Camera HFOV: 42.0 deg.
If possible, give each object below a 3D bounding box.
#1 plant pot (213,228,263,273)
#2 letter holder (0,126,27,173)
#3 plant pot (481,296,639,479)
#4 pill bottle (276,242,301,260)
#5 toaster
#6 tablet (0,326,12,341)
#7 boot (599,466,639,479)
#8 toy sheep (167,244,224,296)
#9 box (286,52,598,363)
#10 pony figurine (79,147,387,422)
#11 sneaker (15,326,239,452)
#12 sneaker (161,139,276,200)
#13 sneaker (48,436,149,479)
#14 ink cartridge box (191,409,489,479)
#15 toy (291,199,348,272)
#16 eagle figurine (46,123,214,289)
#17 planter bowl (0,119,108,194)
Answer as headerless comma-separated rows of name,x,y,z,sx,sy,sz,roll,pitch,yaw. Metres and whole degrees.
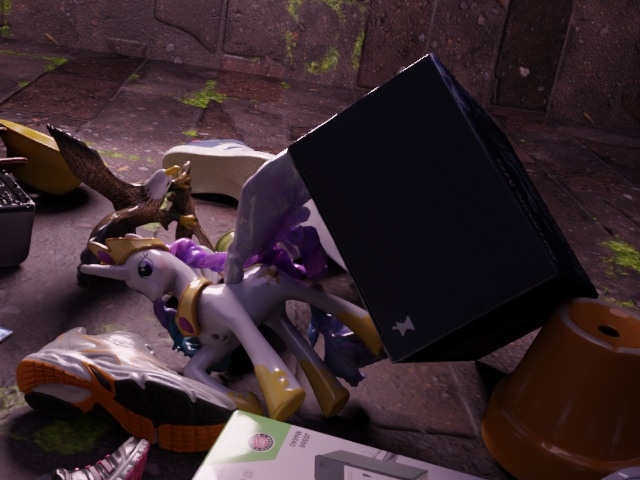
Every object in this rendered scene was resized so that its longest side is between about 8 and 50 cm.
plant pot,-0.124,0.032,1.347,0.083,0.083,0.079,2,18,-19
letter holder,-0.686,-0.165,1.411,0.214,0.152,0.301,-12,2,44
plant pot,0.318,0.180,1.007,0.205,0.188,0.205,10,24,-4
pill bottle,-0.026,-0.029,1.505,0.215,0.117,0.117,-13,30,-44
toaster,-0.557,-0.034,1.304,0.185,0.110,0.168,-6,25,-36
tablet,-0.456,0.120,1.098,0.083,0.006,0.054,15,22,11
boot,0.308,0.306,0.883,0.190,0.069,0.086,-11,35,-25
toy sheep,-0.195,0.050,1.284,0.091,0.091,0.132,22,29,28
box,0.177,-0.015,1.088,0.294,0.212,0.395,64,19,17
pony figurine,-0.083,0.065,1.099,0.363,0.303,0.351,39,41,25
sneaker,-0.209,0.155,0.967,0.262,0.099,0.121,14,32,10
sneaker,-0.147,-0.147,1.734,0.350,0.131,0.148,15,26,16
sneaker,-0.227,0.240,0.811,0.074,0.063,0.170,20,28,9
ink cartridge box,0.015,0.279,0.745,0.272,0.115,0.198,13,21,9
toy,0.000,0.000,1.389,0.237,0.056,0.137,38,25,-31
eagle figurine,-0.311,-0.061,1.316,0.226,0.225,0.298,36,25,30
planter bowl,-0.524,-0.146,1.591,0.217,0.090,0.217,24,4,-2
